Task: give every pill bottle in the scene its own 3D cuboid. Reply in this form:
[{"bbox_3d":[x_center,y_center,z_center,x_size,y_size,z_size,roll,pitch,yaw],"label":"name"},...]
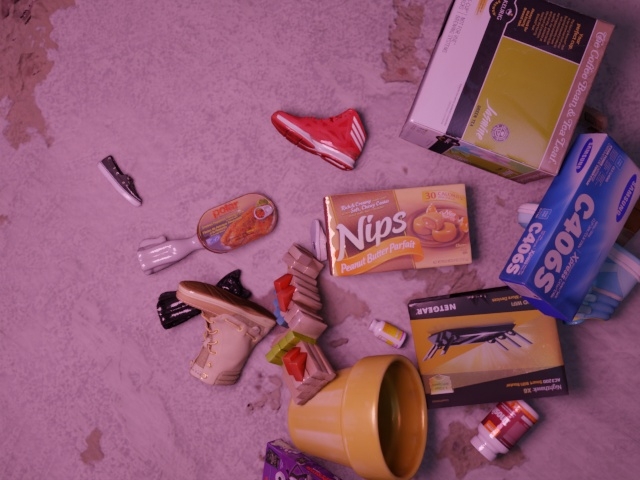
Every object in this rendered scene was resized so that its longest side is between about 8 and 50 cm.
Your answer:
[{"bbox_3d":[0.416,0.425,1.338,0.086,0.086,0.152,42,90,1],"label":"pill bottle"},{"bbox_3d":[0.153,0.214,1.363,0.083,0.043,0.043,29,90,1],"label":"pill bottle"}]

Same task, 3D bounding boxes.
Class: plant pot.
[{"bbox_3d":[0.072,0.377,1.260,0.239,0.254,0.253,-10,90,32],"label":"plant pot"}]

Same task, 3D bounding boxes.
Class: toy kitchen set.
[{"bbox_3d":[0.601,-0.256,1.348,0.075,0.083,0.068,-31,131,1],"label":"toy kitchen set"}]

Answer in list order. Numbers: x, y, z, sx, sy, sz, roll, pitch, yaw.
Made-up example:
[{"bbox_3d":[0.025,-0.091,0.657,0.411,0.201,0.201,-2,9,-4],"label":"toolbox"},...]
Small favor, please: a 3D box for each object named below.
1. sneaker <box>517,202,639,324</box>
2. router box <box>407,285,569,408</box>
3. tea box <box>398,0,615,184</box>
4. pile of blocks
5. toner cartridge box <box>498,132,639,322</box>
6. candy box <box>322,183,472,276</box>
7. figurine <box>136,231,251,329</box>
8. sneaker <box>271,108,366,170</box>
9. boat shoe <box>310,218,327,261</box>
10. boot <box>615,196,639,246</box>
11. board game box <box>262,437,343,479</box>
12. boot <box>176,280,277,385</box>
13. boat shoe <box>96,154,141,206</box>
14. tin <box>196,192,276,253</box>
[{"bbox_3d":[0.547,0.067,1.317,0.319,0.127,0.208,32,89,2],"label":"sneaker"},{"bbox_3d":[0.367,0.233,1.310,0.309,0.081,0.242,-11,90,14],"label":"router box"},{"bbox_3d":[0.385,-0.333,1.272,0.324,0.220,0.328,22,91,2],"label":"tea box"},{"bbox_3d":[-0.071,0.162,1.267,0.149,0.113,0.361,-25,54,29],"label":"pile of blocks"},{"bbox_3d":[0.514,-0.027,1.187,0.165,0.075,0.347,34,82,-27],"label":"toner cartridge box"},{"bbox_3d":[0.171,-0.024,1.333,0.317,0.087,0.182,-5,90,-2],"label":"candy box"},{"bbox_3d":[-0.291,0.069,1.358,0.210,0.092,0.214,-20,89,-8],"label":"figurine"},{"bbox_3d":[0.004,-0.265,1.358,0.221,0.087,0.128,31,82,-11],"label":"sneaker"},{"bbox_3d":[0.000,0.000,1.375,0.035,0.035,0.100,-4,86,-26],"label":"boat shoe"},{"bbox_3d":[0.653,-0.088,1.344,0.197,0.073,0.152,34,92,-11],"label":"boot"},{"bbox_3d":[-0.059,0.638,1.281,0.056,0.208,0.346,0,100,-40],"label":"board game box"},{"bbox_3d":[-0.242,0.210,1.297,0.262,0.095,0.203,30,95,-43],"label":"boot"},{"bbox_3d":[-0.463,-0.140,1.372,0.040,0.049,0.142,-43,87,0],"label":"boat shoe"},{"bbox_3d":[-0.191,-0.040,1.342,0.190,0.040,0.106,-24,93,-23],"label":"tin"}]
